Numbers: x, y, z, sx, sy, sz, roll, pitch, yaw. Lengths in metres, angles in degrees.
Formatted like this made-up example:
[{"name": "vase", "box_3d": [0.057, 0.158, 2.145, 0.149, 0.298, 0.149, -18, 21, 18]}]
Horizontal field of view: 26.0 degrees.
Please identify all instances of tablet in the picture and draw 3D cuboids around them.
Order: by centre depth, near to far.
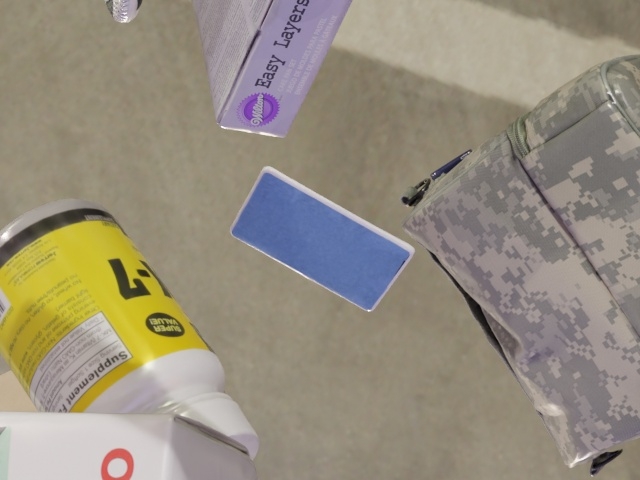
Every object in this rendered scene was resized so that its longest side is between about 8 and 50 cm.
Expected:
[{"name": "tablet", "box_3d": [0.000, 0.000, 0.677, 0.083, 0.006, 0.054, 30, 136, -3]}]

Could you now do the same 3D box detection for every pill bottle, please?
[{"name": "pill bottle", "box_3d": [-0.139, 0.082, 0.928, 0.208, 0.119, 0.119, 51, 137, 24]}]

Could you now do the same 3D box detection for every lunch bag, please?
[{"name": "lunch bag", "box_3d": [0.238, 0.021, 1.187, 0.256, 0.212, 0.305, -36, 84, 25]}]

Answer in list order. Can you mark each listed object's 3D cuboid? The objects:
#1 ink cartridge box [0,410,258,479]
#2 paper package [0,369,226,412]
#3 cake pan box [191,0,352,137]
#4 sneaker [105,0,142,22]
[{"name": "ink cartridge box", "box_3d": [-0.186, 0.192, 0.702, 0.278, 0.201, 0.117, -2, 161, 16]}, {"name": "paper package", "box_3d": [-0.294, 0.252, 1.719, 0.325, 0.309, 0.168, 19, 131, 64]}, {"name": "cake pan box", "box_3d": [-0.031, -0.250, 1.104, 0.070, 0.246, 0.267, 12, 128, -22]}, {"name": "sneaker", "box_3d": [-0.221, -0.424, 2.003, 0.094, 0.153, 0.235, 9, 93, 57]}]
